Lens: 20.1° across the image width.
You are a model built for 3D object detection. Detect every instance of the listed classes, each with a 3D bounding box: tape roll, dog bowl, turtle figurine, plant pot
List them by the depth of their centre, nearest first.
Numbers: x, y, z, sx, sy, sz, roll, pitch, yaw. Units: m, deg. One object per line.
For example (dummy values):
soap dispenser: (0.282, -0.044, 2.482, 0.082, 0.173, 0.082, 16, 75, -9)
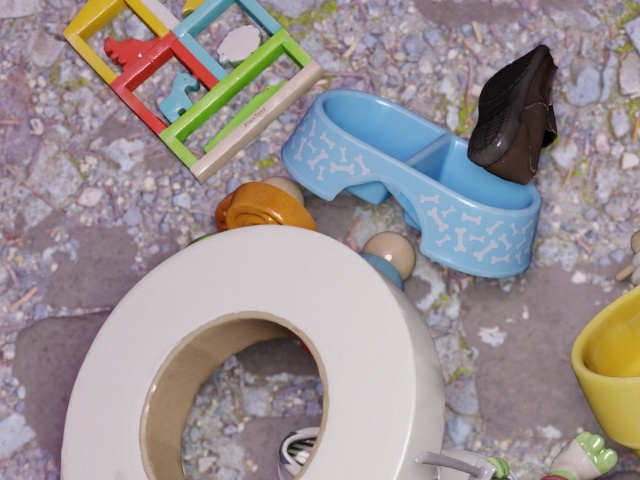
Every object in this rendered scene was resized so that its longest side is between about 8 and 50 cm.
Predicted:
turtle figurine: (0.227, 0.282, 1.673, 0.197, 0.275, 0.266, 24, 40, 30)
tape roll: (-0.070, 0.175, 1.707, 0.392, 0.072, 0.392, -13, 63, 26)
plant pot: (0.402, 0.169, 1.750, 0.254, 0.254, 0.239, -25, 105, -1)
dog bowl: (0.103, -0.068, 1.915, 0.297, 0.166, 0.074, 30, 118, 15)

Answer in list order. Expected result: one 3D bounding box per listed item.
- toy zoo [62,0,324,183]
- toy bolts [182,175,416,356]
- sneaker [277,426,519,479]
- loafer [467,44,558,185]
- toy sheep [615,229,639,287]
toy zoo: (-0.162, -0.229, 2.077, 0.192, 0.030, 0.293, -42, 72, -6)
toy bolts: (0.000, 0.000, 1.907, 0.228, 0.218, 0.158, 35, 55, 1)
sneaker: (0.077, 0.248, 1.860, 0.258, 0.091, 0.094, 5, 73, 9)
loafer: (0.215, -0.129, 1.943, 0.078, 0.080, 0.220, 46, 41, -17)
toy sheep: (0.367, 0.044, 1.892, 0.091, 0.091, 0.132, -29, 72, -2)
